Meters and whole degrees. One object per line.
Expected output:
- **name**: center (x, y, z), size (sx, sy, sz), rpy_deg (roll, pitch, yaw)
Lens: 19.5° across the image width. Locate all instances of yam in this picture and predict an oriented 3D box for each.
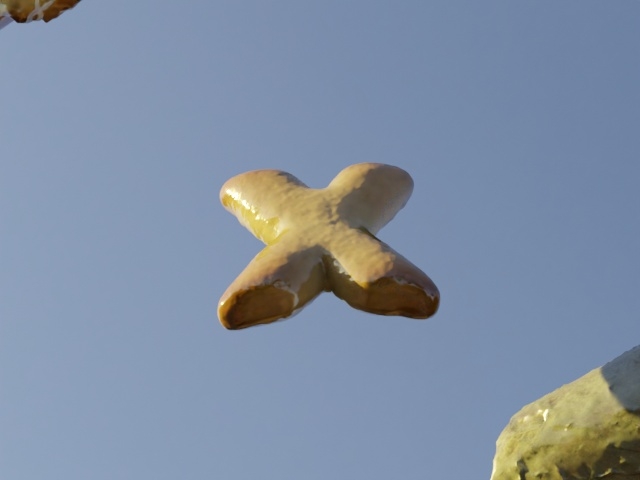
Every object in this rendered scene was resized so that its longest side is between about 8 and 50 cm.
- **yam**: center (0.273, 0.150, 1.388), size (0.304, 0.168, 0.168), rpy_deg (-30, -68, 7)

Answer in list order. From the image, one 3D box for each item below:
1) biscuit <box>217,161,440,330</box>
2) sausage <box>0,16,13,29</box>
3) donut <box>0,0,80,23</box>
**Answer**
- **biscuit**: center (0.001, 0.000, 1.441), size (0.164, 0.208, 0.047), rpy_deg (-5, -61, -1)
- **sausage**: center (-0.192, -0.179, 1.126), size (0.419, 0.094, 0.094), rpy_deg (-31, -32, 11)
- **donut**: center (-0.174, -0.095, 0.787), size (0.217, 0.085, 0.141), rpy_deg (-55, -127, 23)
